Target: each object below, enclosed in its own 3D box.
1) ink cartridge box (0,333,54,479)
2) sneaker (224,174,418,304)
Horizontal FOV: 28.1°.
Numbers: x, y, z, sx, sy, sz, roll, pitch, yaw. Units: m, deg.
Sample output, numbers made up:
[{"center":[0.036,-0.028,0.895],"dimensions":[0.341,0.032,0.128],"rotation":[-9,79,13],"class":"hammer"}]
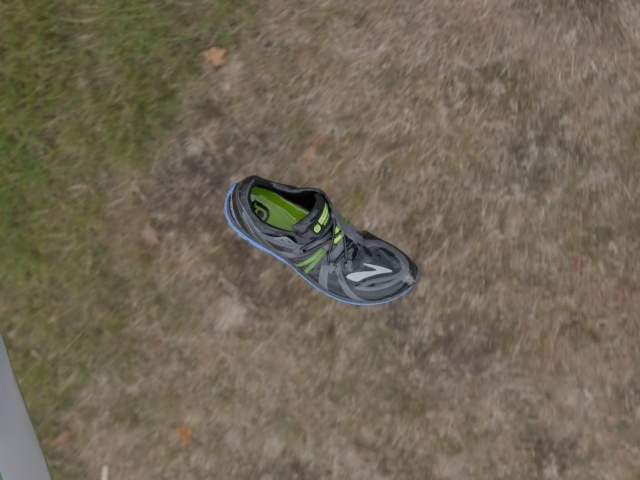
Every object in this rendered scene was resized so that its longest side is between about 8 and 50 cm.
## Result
[{"center":[-0.232,0.151,0.577],"dimensions":[0.219,0.092,0.160],"rotation":[-19,91,-1],"class":"ink cartridge box"},{"center":[0.000,0.000,1.146],"dimensions":[0.188,0.078,0.067],"rotation":[28,71,-2],"class":"sneaker"}]
